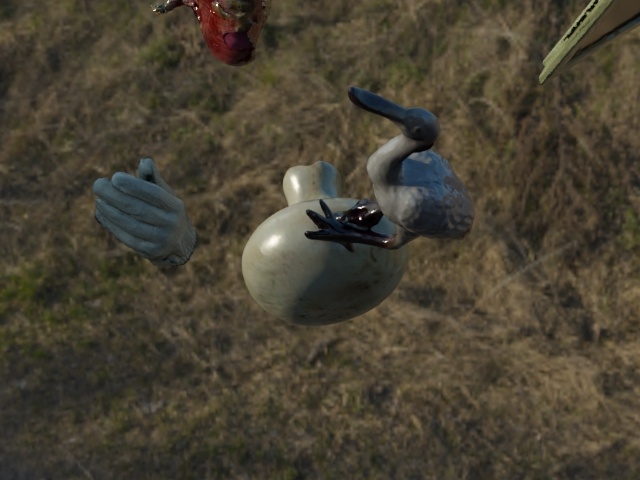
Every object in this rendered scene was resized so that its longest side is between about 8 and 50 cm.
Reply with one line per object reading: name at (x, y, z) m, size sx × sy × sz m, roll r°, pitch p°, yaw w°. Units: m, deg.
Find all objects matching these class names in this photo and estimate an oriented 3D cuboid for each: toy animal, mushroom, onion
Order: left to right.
onion at (-0.127, -0.277, 1.135) m, size 0.140 × 0.150 × 0.150 m, roll 1°, pitch 29°, yaw -3°
mushroom at (0.000, 0.000, 1.424) m, size 0.244 × 0.243 × 0.243 m, roll -2°, pitch 30°, yaw 1°
toy animal at (0.095, -0.055, 1.057) m, size 0.195 × 0.324 × 0.090 m, roll 4°, pitch 66°, yaw -9°

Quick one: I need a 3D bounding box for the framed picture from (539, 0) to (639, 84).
framed picture at (0.269, -0.209, 0.596) m, size 0.273 × 0.216 × 0.016 m, roll -31°, pitch 79°, yaw -23°

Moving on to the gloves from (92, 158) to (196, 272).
gloves at (-0.083, -0.012, 0.489) m, size 0.037 × 0.081 × 0.044 m, roll -1°, pitch 69°, yaw 34°
